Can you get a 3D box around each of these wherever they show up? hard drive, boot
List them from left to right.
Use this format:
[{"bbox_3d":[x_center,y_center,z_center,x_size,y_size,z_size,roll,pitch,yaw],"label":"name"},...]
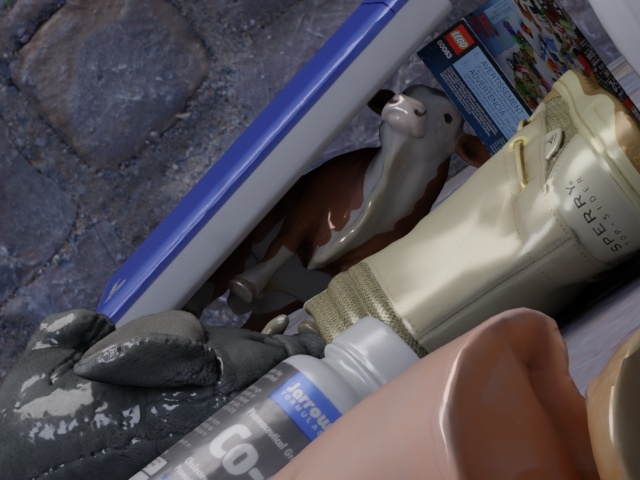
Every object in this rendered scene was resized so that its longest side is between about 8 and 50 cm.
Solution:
[{"bbox_3d":[-0.038,-0.061,1.287,0.319,0.040,0.210,-48,7,3],"label":"hard drive"},{"bbox_3d":[0.090,0.006,0.972,0.203,0.095,0.262,-37,6,6],"label":"boot"}]

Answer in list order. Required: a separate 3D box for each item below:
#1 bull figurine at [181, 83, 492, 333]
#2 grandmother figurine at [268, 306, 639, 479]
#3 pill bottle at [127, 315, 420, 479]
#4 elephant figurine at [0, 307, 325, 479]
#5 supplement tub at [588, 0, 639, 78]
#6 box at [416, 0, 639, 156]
[{"bbox_3d":[0.000,0.000,1.296,0.188,0.101,0.310,-48,4,-29],"label":"bull figurine"},{"bbox_3d":[-0.017,0.102,0.464,0.208,0.104,0.342,-27,-1,-36],"label":"grandmother figurine"},{"bbox_3d":[-0.014,0.098,0.756,0.137,0.078,0.078,-37,2,-13],"label":"pill bottle"},{"bbox_3d":[-0.084,0.101,1.070,0.239,0.169,0.186,-15,48,43],"label":"elephant figurine"},{"bbox_3d":[0.261,-0.177,0.809,0.272,0.191,0.191,-35,2,34],"label":"supplement tub"},{"bbox_3d":[0.163,-0.105,1.302,0.044,0.159,0.233,-37,2,25],"label":"box"}]
